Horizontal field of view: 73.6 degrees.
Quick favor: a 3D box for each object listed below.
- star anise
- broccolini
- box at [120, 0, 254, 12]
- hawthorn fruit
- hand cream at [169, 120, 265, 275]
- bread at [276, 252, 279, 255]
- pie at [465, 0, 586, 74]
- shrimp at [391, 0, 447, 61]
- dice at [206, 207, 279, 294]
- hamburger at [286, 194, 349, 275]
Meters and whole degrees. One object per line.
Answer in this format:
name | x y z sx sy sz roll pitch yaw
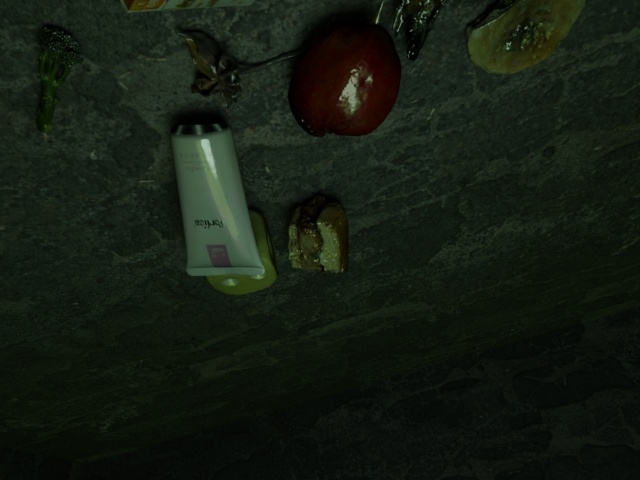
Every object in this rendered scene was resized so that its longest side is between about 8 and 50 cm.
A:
star anise | -0.117 -0.349 0.780 0.227 0.218 0.148 -40 117 -31
broccolini | -0.467 -0.273 0.758 0.067 0.058 0.216 43 135 -1
box | -0.155 -0.366 0.598 0.122 0.032 0.220 -10 -163 48
hawthorn fruit | 0.054 -0.301 0.763 0.189 0.190 0.251 10 130 -27
hand cream | -0.229 -0.074 0.914 0.185 0.118 0.359 -2 118 2
bread | -0.169 0.060 1.256 0.072 0.053 0.106 -28 155 -32
pie | 0.398 -0.409 0.829 0.218 0.052 0.185 -33 144 27
shrimp | 0.264 -0.467 0.708 0.233 0.071 0.365 -1 136 -24
dice | -0.209 0.031 1.113 0.169 0.166 0.169 -13 142 1
hamburger | 0.000 0.000 1.147 0.155 0.246 0.282 9 -171 12
